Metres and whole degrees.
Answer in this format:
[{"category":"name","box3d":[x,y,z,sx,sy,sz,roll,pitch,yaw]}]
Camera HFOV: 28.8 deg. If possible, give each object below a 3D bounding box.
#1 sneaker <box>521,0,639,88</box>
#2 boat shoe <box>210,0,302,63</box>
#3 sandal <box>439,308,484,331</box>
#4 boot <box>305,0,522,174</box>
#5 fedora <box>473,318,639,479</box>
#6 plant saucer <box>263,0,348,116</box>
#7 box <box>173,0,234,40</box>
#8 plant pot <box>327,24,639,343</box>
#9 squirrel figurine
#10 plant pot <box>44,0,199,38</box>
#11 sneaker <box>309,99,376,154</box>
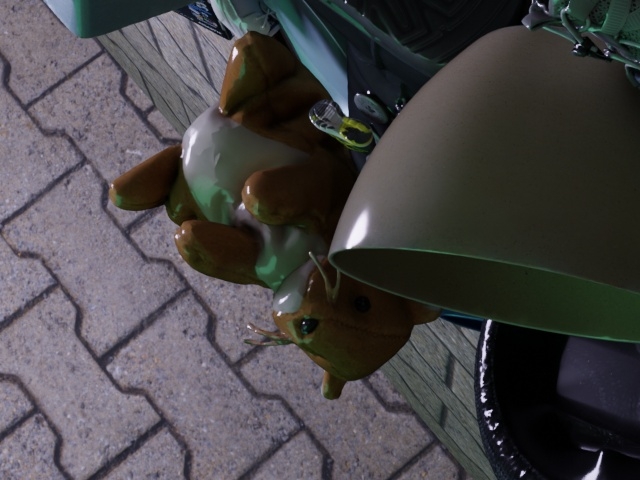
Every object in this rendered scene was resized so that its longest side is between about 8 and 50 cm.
[{"category":"sneaker","box3d":[0.178,-0.151,0.785,0.281,0.115,0.105,53,171,-12]},{"category":"boat shoe","box3d":[-0.076,-0.265,1.557,0.063,0.066,0.184,11,136,44]},{"category":"sandal","box3d":[0.191,0.049,1.493,0.317,0.138,0.126,50,174,19]},{"category":"boot","box3d":[0.050,-0.201,1.238,0.367,0.146,0.445,50,176,19]},{"category":"fedora","box3d":[0.285,0.118,1.062,0.153,0.334,0.334,21,-170,-33]},{"category":"plant saucer","box3d":[-0.006,-0.250,1.583,0.317,0.044,0.317,50,172,10]},{"category":"box","box3d":[-0.211,-0.361,1.627,0.220,0.051,0.175,29,170,16]},{"category":"plant pot","box3d":[0.164,-0.046,0.922,0.284,0.190,0.284,12,170,2]},{"category":"squirrel figurine","box3d":[0.000,0.000,1.532,0.370,0.281,0.397,52,-165,20]},{"category":"plant pot","box3d":[-0.223,-0.421,1.383,0.248,0.247,0.252,46,148,32]},{"category":"sneaker","box3d":[0.021,-0.106,1.206,0.083,0.031,0.035,38,169,36]}]
